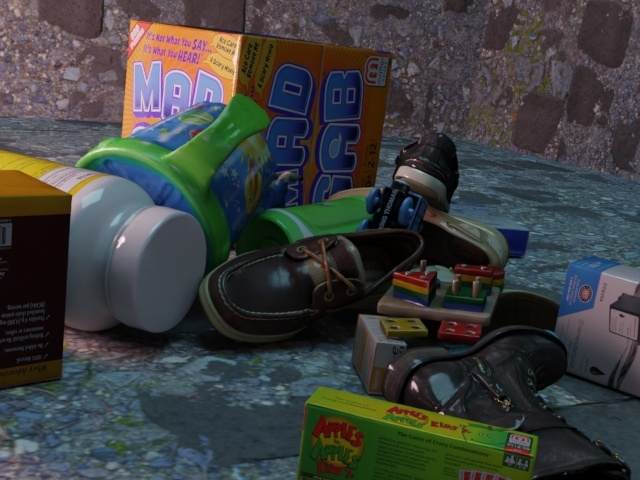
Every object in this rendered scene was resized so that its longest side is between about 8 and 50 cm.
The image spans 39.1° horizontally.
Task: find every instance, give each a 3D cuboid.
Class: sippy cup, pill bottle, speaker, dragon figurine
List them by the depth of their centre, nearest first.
[{"bbox_3d":[-0.314,0.002,1.084,0.334,0.188,0.188,14,15,24],"label":"pill bottle"},{"bbox_3d":[-0.181,-0.074,1.232,0.305,0.240,0.224,0,33,32],"label":"sippy cup"},{"bbox_3d":[0.000,0.000,1.400,0.131,0.131,0.296,15,15,31],"label":"speaker"},{"bbox_3d":[-0.112,-0.058,1.433,0.085,0.144,0.289,11,-10,35],"label":"dragon figurine"}]

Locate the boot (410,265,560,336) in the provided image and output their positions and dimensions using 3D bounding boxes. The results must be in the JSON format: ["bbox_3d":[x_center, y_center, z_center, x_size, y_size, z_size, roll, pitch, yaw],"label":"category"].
[{"bbox_3d":[0.216,0.086,1.263,0.213,0.077,0.165,4,11,-12],"label":"boot"}]

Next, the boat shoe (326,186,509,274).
[{"bbox_3d":[0.150,-0.014,1.546,0.341,0.121,0.110,14,14,21],"label":"boat shoe"}]

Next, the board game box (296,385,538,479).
[{"bbox_3d":[0.074,0.185,0.720,0.181,0.092,0.043,11,12,15],"label":"board game box"}]

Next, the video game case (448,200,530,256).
[{"bbox_3d":[0.243,-0.033,1.807,0.269,0.061,0.244,4,15,-13],"label":"video game case"}]

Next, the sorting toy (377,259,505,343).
[{"bbox_3d":[0.146,0.059,1.094,0.132,0.046,0.274,6,14,16],"label":"sorting toy"}]

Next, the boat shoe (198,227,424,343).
[{"bbox_3d":[0.004,0.038,1.139,0.342,0.123,0.123,-6,62,-43],"label":"boat shoe"}]

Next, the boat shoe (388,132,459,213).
[{"bbox_3d":[0.195,-0.128,1.636,0.127,0.113,0.340,25,-2,11],"label":"boat shoe"}]

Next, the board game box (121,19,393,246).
[{"bbox_3d":[-0.131,-0.209,1.707,0.356,0.356,0.356,-4,17,-41],"label":"board game box"}]

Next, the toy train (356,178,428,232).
[{"bbox_3d":[0.098,0.000,1.356,0.080,0.184,0.105,20,-2,24],"label":"toy train"}]

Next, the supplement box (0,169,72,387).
[{"bbox_3d":[-0.363,0.039,0.883,0.191,0.194,0.129,-5,18,-42],"label":"supplement box"}]

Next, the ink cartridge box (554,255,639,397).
[{"bbox_3d":[0.391,0.112,1.095,0.191,0.139,0.082,17,15,37],"label":"ink cartridge box"}]

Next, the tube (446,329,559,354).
[{"bbox_3d":[0.192,0.145,1.063,0.207,0.052,0.080,-6,13,-27],"label":"tube"}]

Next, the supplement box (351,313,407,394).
[{"bbox_3d":[0.065,0.128,1.023,0.036,0.062,0.098,6,14,-11],"label":"supplement box"}]

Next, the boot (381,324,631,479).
[{"bbox_3d":[0.209,0.178,0.878,0.263,0.091,0.229,-6,24,-32],"label":"boot"}]
